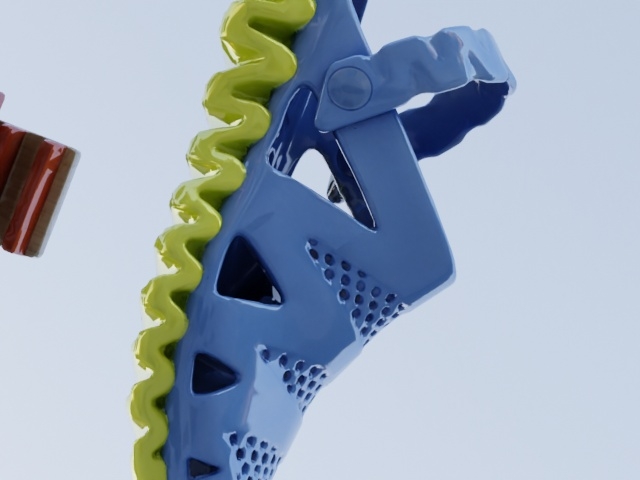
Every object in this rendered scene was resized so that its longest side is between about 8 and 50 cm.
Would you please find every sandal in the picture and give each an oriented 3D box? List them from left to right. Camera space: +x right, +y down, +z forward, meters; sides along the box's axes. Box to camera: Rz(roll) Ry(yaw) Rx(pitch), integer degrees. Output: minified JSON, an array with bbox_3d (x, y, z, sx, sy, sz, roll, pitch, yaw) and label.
[{"bbox_3d":[0.000,0.000,0.868,0.138,0.126,0.317,15,-100,5],"label":"sandal"}]

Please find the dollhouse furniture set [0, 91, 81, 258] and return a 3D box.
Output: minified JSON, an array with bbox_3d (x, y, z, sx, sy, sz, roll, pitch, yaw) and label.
[{"bbox_3d":[-0.244,-0.060,0.992,0.135,0.259,0.262,21,-90,18],"label":"dollhouse furniture set"}]
